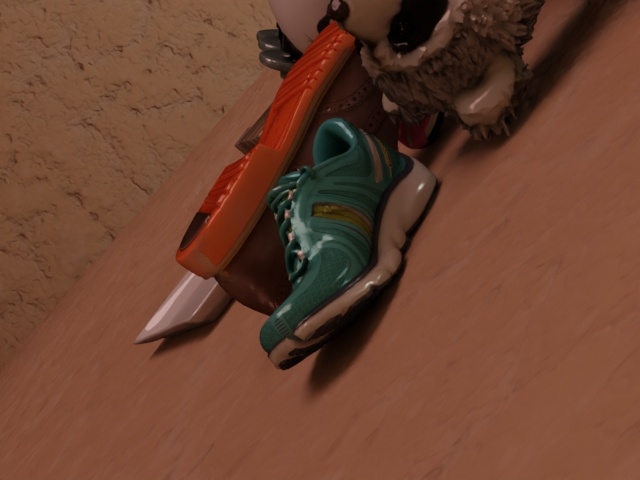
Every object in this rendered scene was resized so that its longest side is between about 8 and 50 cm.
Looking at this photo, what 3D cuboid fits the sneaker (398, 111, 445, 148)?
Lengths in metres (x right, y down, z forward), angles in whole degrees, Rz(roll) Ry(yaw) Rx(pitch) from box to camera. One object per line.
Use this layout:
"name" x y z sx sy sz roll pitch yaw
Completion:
"sneaker" 0.107 -0.147 1.586 0.063 0.075 0.170 -22 46 33

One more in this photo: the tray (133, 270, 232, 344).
"tray" -0.132 0.058 1.961 0.145 0.030 0.270 -52 9 -19

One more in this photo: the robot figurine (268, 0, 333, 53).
"robot figurine" 0.081 -0.280 1.721 0.278 0.209 0.173 -24 19 -16

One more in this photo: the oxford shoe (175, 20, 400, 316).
"oxford shoe" 0.021 -0.094 1.511 0.363 0.133 0.130 -56 11 -13

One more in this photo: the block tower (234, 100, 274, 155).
"block tower" -0.009 -0.120 1.904 0.097 0.091 0.335 -50 10 -9

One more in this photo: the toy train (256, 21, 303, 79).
"toy train" 0.024 -0.270 2.055 0.334 0.190 0.142 -102 18 -74

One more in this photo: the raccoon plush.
"raccoon plush" 0.207 -0.254 1.365 0.446 0.299 0.216 -11 11 -10

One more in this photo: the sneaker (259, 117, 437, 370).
"sneaker" 0.000 0.000 1.329 0.107 0.110 0.275 -43 12 34
